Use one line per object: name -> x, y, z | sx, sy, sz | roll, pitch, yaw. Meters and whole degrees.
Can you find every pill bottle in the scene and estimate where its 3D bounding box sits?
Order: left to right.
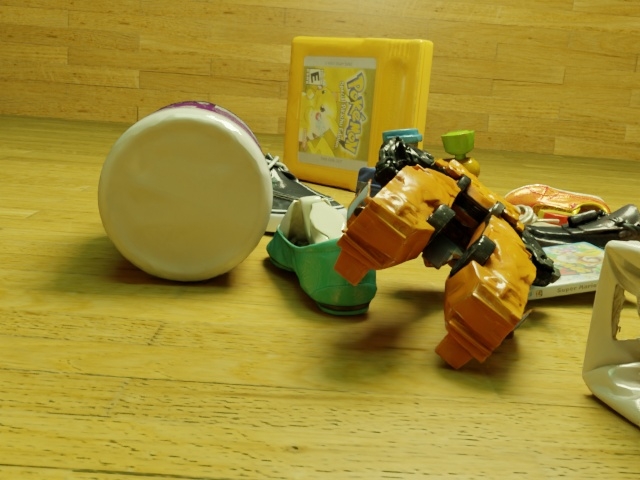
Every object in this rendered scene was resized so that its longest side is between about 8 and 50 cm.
pill bottle -> -0.143, -0.070, 0.866 | 0.169, 0.169, 0.301 | 3, 11, -8

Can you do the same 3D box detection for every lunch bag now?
lunch bag -> 0.108, -0.084, 1.275 | 0.098, 0.067, 0.065 | 17, 17, 42

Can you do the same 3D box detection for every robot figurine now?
robot figurine -> 0.114, -0.002, 0.695 | 0.211, 0.085, 0.291 | 40, 20, 5

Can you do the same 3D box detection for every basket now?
basket -> 0.260, 0.070, 0.479 | 0.103, 0.113, 0.167 | 2, 12, -19

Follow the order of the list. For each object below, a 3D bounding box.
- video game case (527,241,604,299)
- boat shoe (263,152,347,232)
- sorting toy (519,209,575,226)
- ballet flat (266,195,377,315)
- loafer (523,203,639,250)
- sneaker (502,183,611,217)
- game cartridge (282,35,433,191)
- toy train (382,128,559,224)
video game case -> 0.240, 0.032, 0.826 | 0.166, 0.015, 0.119 | -7, 17, -12
boat shoe -> -0.089, -0.076, 1.077 | 0.301, 0.102, 0.108 | 14, 15, 39
sorting toy -> 0.394, -0.013, 1.110 | 0.208, 0.038, 0.193 | 2, 12, -9
ballet flat -> 0.000, 0.000, 0.781 | 0.083, 0.087, 0.247 | -2, 12, -15
loafer -> 0.393, -0.007, 0.937 | 0.303, 0.095, 0.109 | 6, 14, 7
sneaker -> 0.378, -0.052, 1.240 | 0.175, 0.064, 0.067 | 3, 21, 7
game cartridge -> 0.059, -0.238, 1.463 | 0.053, 0.285, 0.324 | -6, 15, -44
toy train -> 0.205, -0.092, 1.092 | 0.248, 0.143, 0.105 | -2, 10, 15
